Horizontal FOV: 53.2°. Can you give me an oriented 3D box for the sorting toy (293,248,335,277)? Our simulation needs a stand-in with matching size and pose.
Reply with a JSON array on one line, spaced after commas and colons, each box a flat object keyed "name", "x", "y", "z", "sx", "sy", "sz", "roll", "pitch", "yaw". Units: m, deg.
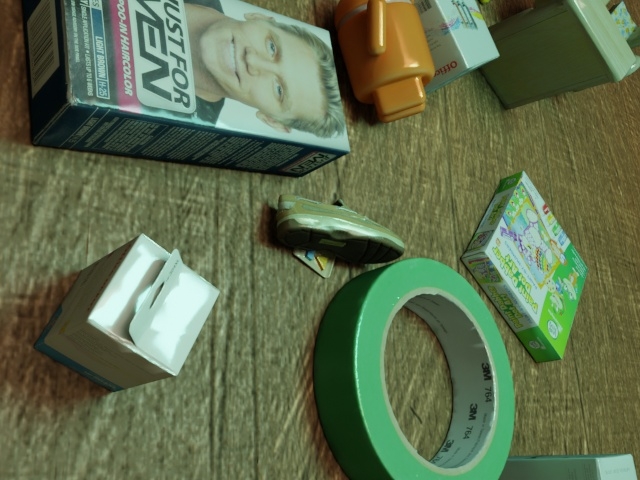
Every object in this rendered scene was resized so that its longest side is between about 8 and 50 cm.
[{"name": "sorting toy", "x": 0.000, "y": 0.000, "z": 0.836, "sx": 0.062, "sy": 0.012, "sz": 0.083, "roll": 37, "pitch": 53, "yaw": -27}]

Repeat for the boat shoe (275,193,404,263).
[{"name": "boat shoe", "x": 0.029, "y": -0.021, "z": 0.819, "sx": 0.190, "sy": 0.068, "sz": 0.072, "roll": 16, "pitch": 52, "yaw": -35}]

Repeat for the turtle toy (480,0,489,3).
[{"name": "turtle toy", "x": 0.361, "y": -0.563, "z": 1.344, "sx": 0.130, "sy": 0.066, "sz": 0.095, "roll": -40, "pitch": 103, "yaw": -43}]

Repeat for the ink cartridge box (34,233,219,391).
[{"name": "ink cartridge box", "x": -0.167, "y": 0.067, "z": 0.564, "sx": 0.090, "sy": 0.143, "sz": 0.092, "roll": 40, "pitch": 51, "yaw": -25}]

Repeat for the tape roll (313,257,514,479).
[{"name": "tape roll", "x": 0.135, "y": 0.185, "z": 0.848, "sx": 0.321, "sy": 0.077, "sz": 0.321, "roll": 16, "pitch": 65, "yaw": -38}]

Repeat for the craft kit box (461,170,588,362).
[{"name": "craft kit box", "x": 0.373, "y": 0.042, "z": 1.139, "sx": 0.250, "sy": 0.061, "sz": 0.246, "roll": 51, "pitch": 50, "yaw": -16}]

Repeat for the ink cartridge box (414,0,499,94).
[{"name": "ink cartridge box", "x": 0.185, "y": -0.343, "z": 1.055, "sx": 0.127, "sy": 0.128, "sz": 0.176, "roll": -30, "pitch": 97, "yaw": -45}]

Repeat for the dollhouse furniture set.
[{"name": "dollhouse furniture set", "x": 0.509, "y": -0.461, "z": 1.230, "sx": 0.362, "sy": 0.256, "sz": 0.394, "roll": 49, "pitch": 67, "yaw": -19}]

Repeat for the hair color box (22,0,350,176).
[{"name": "hair color box", "x": -0.134, "y": -0.181, "z": 0.716, "sx": 0.347, "sy": 0.105, "sz": 0.173, "roll": 2, "pitch": 74, "yaw": -43}]

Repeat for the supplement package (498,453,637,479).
[{"name": "supplement package", "x": 0.337, "y": 0.356, "z": 0.896, "sx": 0.105, "sy": 0.179, "sz": 0.105, "roll": 11, "pitch": 67, "yaw": -40}]

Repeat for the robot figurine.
[{"name": "robot figurine", "x": 0.094, "y": -0.291, "z": 0.951, "sx": 0.158, "sy": 0.128, "sz": 0.219, "roll": -9, "pitch": 81, "yaw": -44}]
